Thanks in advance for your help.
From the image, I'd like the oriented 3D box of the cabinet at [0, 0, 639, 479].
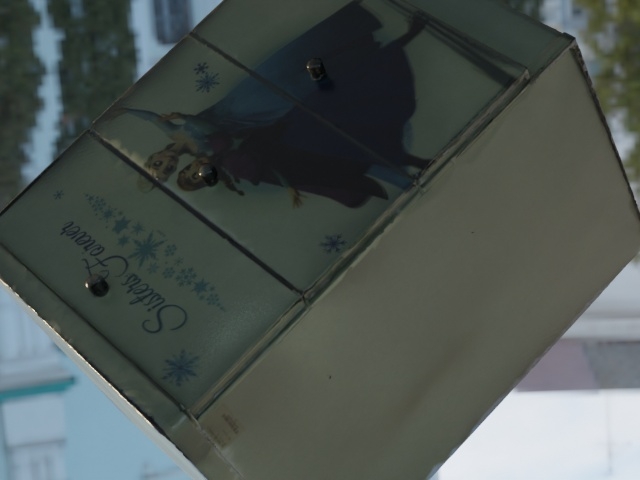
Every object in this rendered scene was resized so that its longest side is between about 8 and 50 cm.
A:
[{"bbox_3d":[0.000,0.000,0.652,0.206,0.150,0.145,-45,-131,-10],"label":"cabinet"}]
